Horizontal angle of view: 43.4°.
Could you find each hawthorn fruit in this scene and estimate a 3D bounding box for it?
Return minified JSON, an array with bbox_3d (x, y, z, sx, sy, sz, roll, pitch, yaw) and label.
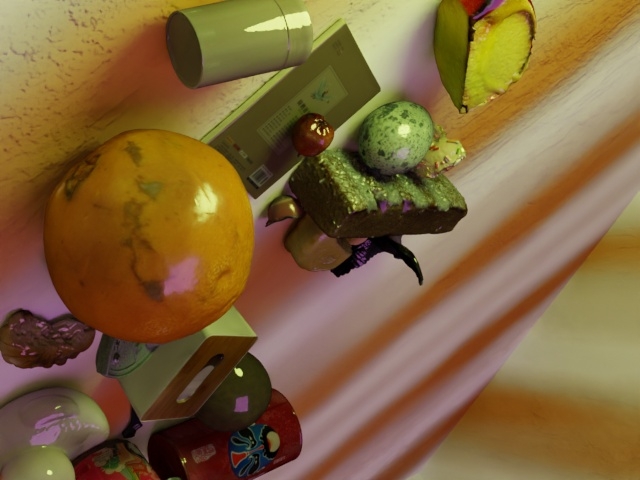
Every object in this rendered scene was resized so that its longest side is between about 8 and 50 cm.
[{"bbox_3d":[-0.014,-0.180,1.381,0.077,0.077,0.077,-29,150,-19],"label":"hawthorn fruit"}]

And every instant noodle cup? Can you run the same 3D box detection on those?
[{"bbox_3d":[-0.469,0.571,1.818,0.302,0.181,0.258,-39,152,-1],"label":"instant noodle cup"}]

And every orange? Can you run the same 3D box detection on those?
[{"bbox_3d":[-0.241,-0.004,1.155,0.312,0.312,0.312,-29,150,-19],"label":"orange"}]

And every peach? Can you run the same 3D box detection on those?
[{"bbox_3d":[0.286,-0.379,1.411,0.159,0.154,0.267,-24,143,-11],"label":"peach"}]

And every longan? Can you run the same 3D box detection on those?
[{"bbox_3d":[-0.208,0.335,1.798,0.198,0.198,0.212,-13,143,-40],"label":"longan"}]

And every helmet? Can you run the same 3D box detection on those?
[{"bbox_3d":[-0.075,-0.061,1.538,0.084,0.049,0.065,-17,-172,11],"label":"helmet"}]

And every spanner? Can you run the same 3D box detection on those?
[{"bbox_3d":[-0.415,0.384,1.796,0.046,0.012,0.208,-18,144,-33],"label":"spanner"}]

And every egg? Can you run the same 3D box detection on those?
[{"bbox_3d":[0.146,-0.198,1.523,0.172,0.132,0.132,-40,155,-34],"label":"egg"}]

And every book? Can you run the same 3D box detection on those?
[{"bbox_3d":[-0.043,-0.217,1.387,0.310,0.021,0.217,-41,151,1],"label":"book"}]

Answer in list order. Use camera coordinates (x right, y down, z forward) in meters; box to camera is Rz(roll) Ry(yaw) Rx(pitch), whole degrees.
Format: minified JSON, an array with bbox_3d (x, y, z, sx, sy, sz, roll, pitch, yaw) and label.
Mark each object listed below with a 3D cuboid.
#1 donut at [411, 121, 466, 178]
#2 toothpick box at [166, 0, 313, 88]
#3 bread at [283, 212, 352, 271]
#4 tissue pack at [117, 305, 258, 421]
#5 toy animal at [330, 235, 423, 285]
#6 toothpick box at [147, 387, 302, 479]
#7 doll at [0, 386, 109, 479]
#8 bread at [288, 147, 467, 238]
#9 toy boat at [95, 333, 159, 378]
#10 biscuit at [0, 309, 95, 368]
[{"bbox_3d":[0.216,-0.185,1.614,0.108,0.166,0.065,-38,120,9],"label":"donut"},{"bbox_3d":[-0.110,-0.282,1.122,0.180,0.111,0.111,-21,146,-30],"label":"toothpick box"},{"bbox_3d":[-0.010,0.004,1.673,0.125,0.086,0.156,-30,148,2],"label":"bread"},{"bbox_3d":[-0.275,0.228,1.616,0.246,0.136,0.159,-50,150,18],"label":"tissue pack"},{"bbox_3d":[0.128,-0.009,1.800,0.272,0.197,0.160,-7,-165,38],"label":"toy animal"},{"bbox_3d":[-0.234,0.515,1.997,0.333,0.204,0.204,-16,143,-36],"label":"toothpick box"},{"bbox_3d":[-0.512,0.402,1.504,0.251,0.221,0.221,-20,145,-33],"label":"doll"},{"bbox_3d":[0.132,-0.092,1.623,0.416,0.165,0.113,-3,140,-49],"label":"bread"},{"bbox_3d":[-0.285,0.120,1.349,0.319,0.092,0.141,-60,154,-52],"label":"toy boat"},{"bbox_3d":[-0.477,0.184,1.394,0.118,0.061,0.183,-49,151,18],"label":"biscuit"}]
